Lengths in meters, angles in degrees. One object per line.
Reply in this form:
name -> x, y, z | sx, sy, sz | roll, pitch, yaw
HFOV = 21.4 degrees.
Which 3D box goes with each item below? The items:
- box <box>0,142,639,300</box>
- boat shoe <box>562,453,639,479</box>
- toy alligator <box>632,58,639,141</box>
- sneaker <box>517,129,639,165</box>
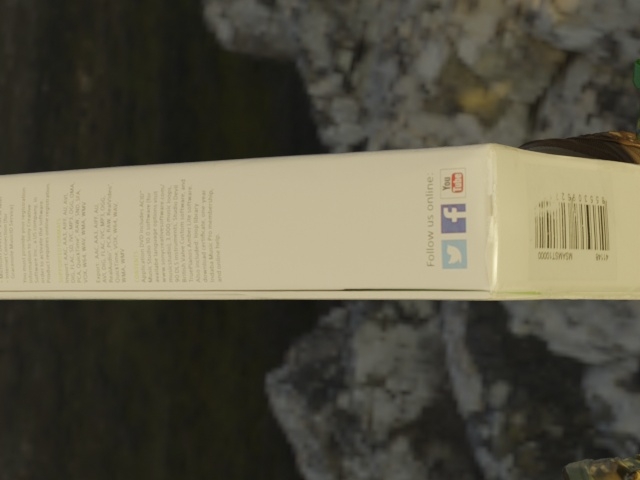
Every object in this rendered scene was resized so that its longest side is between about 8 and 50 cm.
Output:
box -> 0.000, 0.000, 0.735 | 0.322, 0.232, 0.059 | 0, 88, 38
boat shoe -> 0.218, 0.181, 1.068 | 0.285, 0.089, 0.105 | 24, -131, -70
toy alligator -> 0.196, -0.065, 0.880 | 0.190, 0.051, 0.056 | -77, -11, -70
sneaker -> 0.179, -0.038, 1.083 | 0.066, 0.188, 0.071 | -43, 47, 31
